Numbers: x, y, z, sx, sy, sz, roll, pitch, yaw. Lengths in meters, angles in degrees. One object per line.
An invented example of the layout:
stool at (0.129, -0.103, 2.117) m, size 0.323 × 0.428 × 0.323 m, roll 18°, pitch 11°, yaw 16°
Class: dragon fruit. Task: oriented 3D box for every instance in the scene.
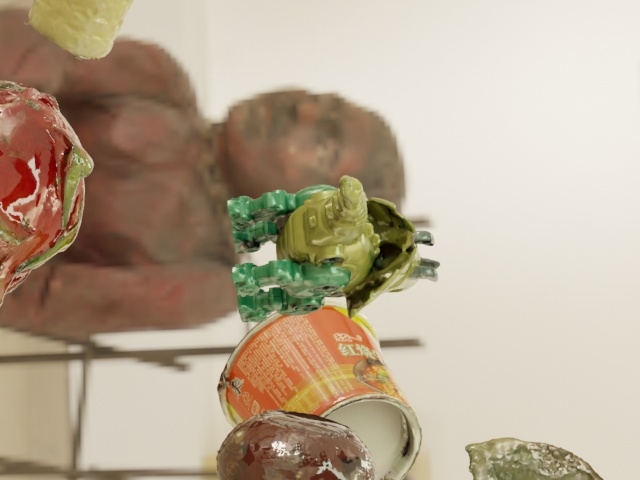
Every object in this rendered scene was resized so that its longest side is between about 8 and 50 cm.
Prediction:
dragon fruit at (-0.334, -0.039, 1.683) m, size 0.269 × 0.200 × 0.198 m, roll -52°, pitch 153°, yaw -22°

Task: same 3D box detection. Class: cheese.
cheese at (-0.282, -0.320, 2.184) m, size 0.094 × 0.123 × 0.167 m, roll -19°, pitch 140°, yaw -56°

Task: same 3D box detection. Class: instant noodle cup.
instant noodle cup at (0.009, 0.201, 2.066) m, size 0.174 × 0.213 × 0.213 m, roll 52°, pitch -18°, yaw 51°

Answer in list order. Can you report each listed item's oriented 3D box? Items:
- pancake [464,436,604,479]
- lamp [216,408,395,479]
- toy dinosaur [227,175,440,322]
pancake at (0.157, 0.290, 1.510) m, size 0.037 × 0.253 × 0.254 m, roll 74°, pitch 19°, yaw -58°
lamp at (-0.026, 0.237, 1.724) m, size 0.157 × 0.156 × 0.135 m, roll 20°, pitch -83°, yaw 59°
toy dinosaur at (0.000, 0.000, 1.272) m, size 0.259 × 0.153 × 0.094 m, roll 58°, pitch 24°, yaw -72°
